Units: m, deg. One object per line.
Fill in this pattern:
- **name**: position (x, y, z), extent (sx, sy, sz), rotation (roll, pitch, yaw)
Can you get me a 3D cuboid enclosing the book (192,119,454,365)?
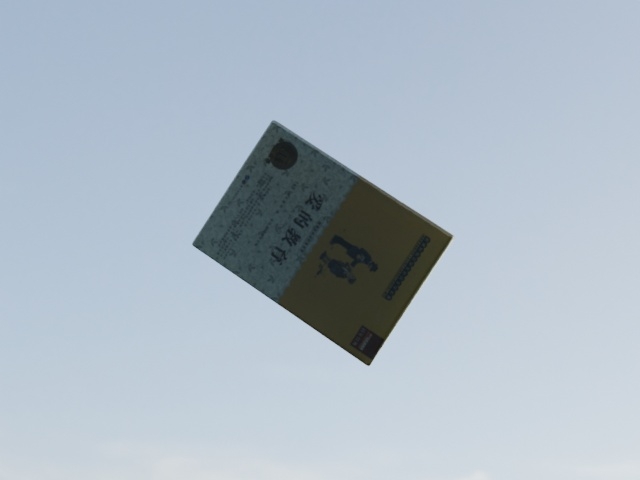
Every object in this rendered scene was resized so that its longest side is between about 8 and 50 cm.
- **book**: position (0.000, 0.000, 1.069), extent (0.172, 0.118, 0.012), rotation (33, 1, 16)
